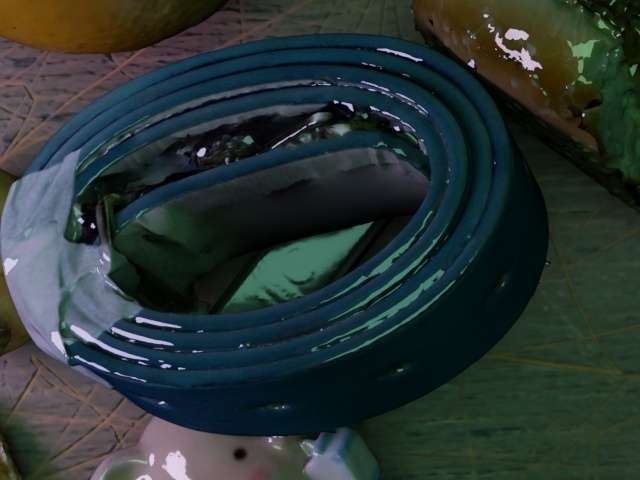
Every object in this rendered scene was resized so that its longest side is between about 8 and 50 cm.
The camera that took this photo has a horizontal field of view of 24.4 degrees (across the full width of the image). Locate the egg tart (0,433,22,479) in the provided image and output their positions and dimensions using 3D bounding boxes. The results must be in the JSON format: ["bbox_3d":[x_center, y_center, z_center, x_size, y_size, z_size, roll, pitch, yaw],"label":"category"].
[{"bbox_3d":[-0.419,0.264,1.361,0.295,0.116,0.294,0,91,4],"label":"egg tart"}]

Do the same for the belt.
[{"bbox_3d":[-0.041,-0.002,1.206,0.437,0.173,0.300,-12,61,20],"label":"belt"}]

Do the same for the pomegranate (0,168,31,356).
[{"bbox_3d":[-0.315,0.027,1.323,0.196,0.196,0.196,0,90,4],"label":"pomegranate"}]

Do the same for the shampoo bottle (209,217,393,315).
[{"bbox_3d":[0.000,0.000,1.350,0.080,0.079,0.246,37,92,3],"label":"shampoo bottle"}]

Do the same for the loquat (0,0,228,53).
[{"bbox_3d":[-0.201,-0.311,1.250,0.328,0.328,0.328,0,90,4],"label":"loquat"}]

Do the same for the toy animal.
[{"bbox_3d":[-0.039,0.236,1.287,0.213,0.195,0.256,-26,100,34],"label":"toy animal"}]

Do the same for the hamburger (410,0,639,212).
[{"bbox_3d":[0.221,-0.175,1.236,0.277,0.318,0.195,40,94,37],"label":"hamburger"}]
